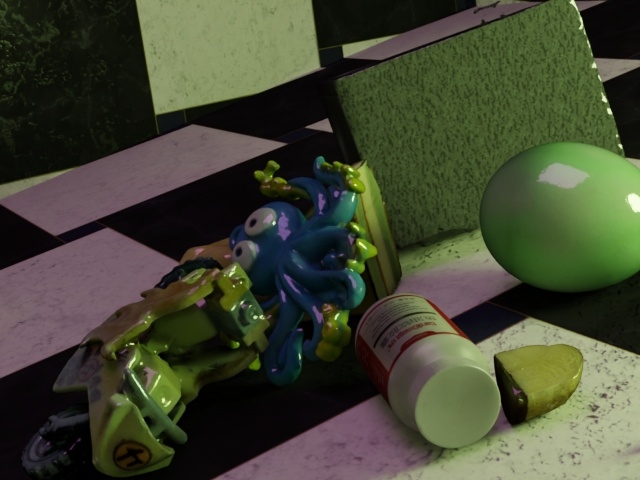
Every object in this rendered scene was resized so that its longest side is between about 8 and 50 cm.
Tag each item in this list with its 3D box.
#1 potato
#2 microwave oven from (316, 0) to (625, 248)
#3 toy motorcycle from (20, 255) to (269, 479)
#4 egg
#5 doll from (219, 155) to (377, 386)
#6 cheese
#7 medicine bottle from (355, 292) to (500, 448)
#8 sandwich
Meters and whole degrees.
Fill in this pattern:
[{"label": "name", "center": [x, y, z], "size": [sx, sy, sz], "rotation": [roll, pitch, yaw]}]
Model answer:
[{"label": "potato", "center": [0.271, 0.175, 1.393], "size": [0.103, 0.066, 0.096], "rotation": [-11, 33, -3]}, {"label": "microwave oven", "center": [0.257, -0.200, 2.020], "size": [0.432, 0.374, 0.236], "rotation": [-21, 9, -4]}, {"label": "toy motorcycle", "center": [-0.234, 0.176, 1.590], "size": [0.237, 0.168, 0.410], "rotation": [4, 48, 43]}, {"label": "egg", "center": [0.362, -0.034, 1.675], "size": [0.270, 0.220, 0.220], "rotation": [2, 25, 40]}, {"label": "doll", "center": [-0.047, 0.038, 1.684], "size": [0.099, 0.346, 0.341], "rotation": [22, -2, -35]}, {"label": "cheese", "center": [-0.135, 0.045, 2.036], "size": [0.226, 0.117, 0.214], "rotation": [-23, 16, -38]}, {"label": "medicine bottle", "center": [0.131, 0.159, 1.444], "size": [0.131, 0.131, 0.250], "rotation": [-18, 18, -8]}, {"label": "sandwich", "center": [0.000, 0.000, 1.860], "size": [0.198, 0.227, 0.155], "rotation": [-8, 19, 22]}]
